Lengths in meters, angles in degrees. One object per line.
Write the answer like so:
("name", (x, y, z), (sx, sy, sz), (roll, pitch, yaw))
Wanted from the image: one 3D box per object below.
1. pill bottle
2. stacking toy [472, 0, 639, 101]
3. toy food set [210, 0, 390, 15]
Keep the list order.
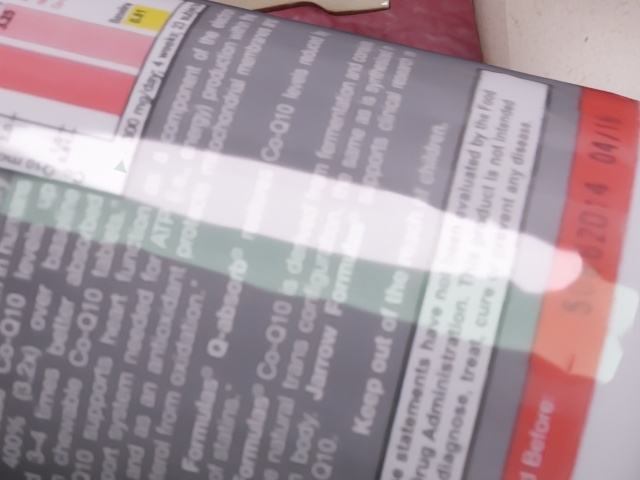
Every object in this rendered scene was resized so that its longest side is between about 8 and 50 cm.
("pill bottle", (-0.075, 0.019, 0.583), (0.363, 0.210, 0.210), (14, 55, 4))
("stacking toy", (0.332, -0.150, 0.791), (0.480, 0.350, 0.350), (-25, 62, -40))
("toy food set", (-0.010, -0.183, 0.867), (0.132, 0.038, 0.192), (-4, 67, 20))
